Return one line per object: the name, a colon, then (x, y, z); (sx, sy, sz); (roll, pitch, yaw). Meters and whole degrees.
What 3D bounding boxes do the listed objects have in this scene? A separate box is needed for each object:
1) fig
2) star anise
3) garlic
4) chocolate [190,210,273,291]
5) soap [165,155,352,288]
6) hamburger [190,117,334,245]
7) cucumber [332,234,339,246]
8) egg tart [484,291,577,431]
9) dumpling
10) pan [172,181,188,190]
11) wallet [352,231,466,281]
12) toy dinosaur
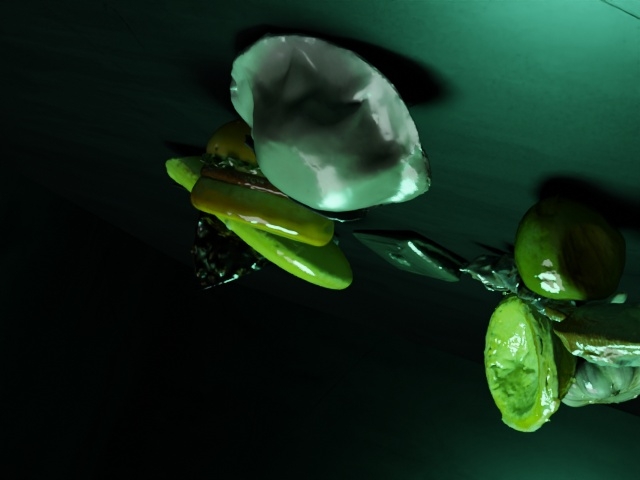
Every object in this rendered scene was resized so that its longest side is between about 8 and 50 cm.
fig: (0.329, 0.010, 1.081); (0.166, 0.144, 0.154); (46, -168, -48)
star anise: (0.383, 0.084, 1.468); (0.262, 0.081, 0.230); (27, 176, 44)
garlic: (0.621, 0.272, 1.761); (0.245, 0.160, 0.245); (-12, 157, -5)
chocolate: (-0.200, -0.006, 1.785); (0.206, 0.177, 0.224); (-20, -177, 5)
soap: (-0.107, -0.042, 1.636); (0.427, 0.115, 0.306); (39, -177, 27)
hamburger: (-0.068, -0.097, 1.208); (0.246, 0.170, 0.246); (17, -178, -1)
cucumber: (-0.001, -0.001, 1.859); (0.064, 0.064, 0.112); (14, 168, 34)
egg tart: (0.455, 0.256, 1.719); (0.120, 0.315, 0.315); (0, 174, -13)
dumpling: (-0.005, -0.128, 0.964); (0.293, 0.163, 0.204); (31, 177, 16)
pan: (-0.235, -0.096, 1.864); (0.235, 0.028, 0.136); (24, -177, 18)
wallet: (0.181, 0.031, 1.713); (0.168, 0.052, 0.245); (30, 169, -26)
toy dinosaur: (0.406, 0.117, 1.013); (0.205, 0.092, 0.393); (-4, -170, 8)
